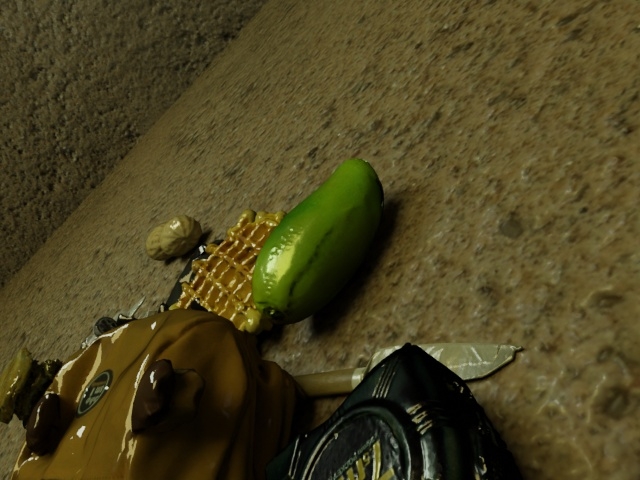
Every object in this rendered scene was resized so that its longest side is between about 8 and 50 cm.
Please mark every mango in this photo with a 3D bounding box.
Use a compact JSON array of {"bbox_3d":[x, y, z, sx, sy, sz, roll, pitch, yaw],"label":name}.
[{"bbox_3d":[0.000,0.000,0.685,0.125,0.111,0.233,4,58,52],"label":"mango"}]

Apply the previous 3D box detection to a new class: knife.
[{"bbox_3d":[0.056,0.126,0.548,0.297,0.017,0.047,-21,36,44],"label":"knife"}]

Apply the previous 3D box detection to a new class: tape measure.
[{"bbox_3d":[0.048,0.191,0.384,0.199,0.112,0.186,-49,20,15],"label":"tape measure"}]

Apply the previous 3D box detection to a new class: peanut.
[{"bbox_3d":[-0.314,-0.002,1.186,0.187,0.082,0.082,-13,45,50],"label":"peanut"}]

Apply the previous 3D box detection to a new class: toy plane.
[{"bbox_3d":[-0.373,0.218,0.978,0.251,0.101,0.255,-44,26,37],"label":"toy plane"}]

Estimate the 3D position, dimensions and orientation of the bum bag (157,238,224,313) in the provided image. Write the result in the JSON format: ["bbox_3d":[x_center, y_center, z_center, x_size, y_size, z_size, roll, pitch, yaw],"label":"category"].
[{"bbox_3d":[-0.233,0.075,1.001,0.087,0.049,0.198,-10,47,44],"label":"bum bag"}]

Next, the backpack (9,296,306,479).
[{"bbox_3d":[-0.190,0.245,0.564,0.353,0.201,0.378,-23,44,38],"label":"backpack"}]

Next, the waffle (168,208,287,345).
[{"bbox_3d":[-0.132,0.073,0.842,0.283,0.065,0.309,-30,32,32],"label":"waffle"}]

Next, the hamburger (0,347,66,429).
[{"bbox_3d":[-0.591,0.317,1.159,0.185,0.131,0.159,-42,37,30],"label":"hamburger"}]
